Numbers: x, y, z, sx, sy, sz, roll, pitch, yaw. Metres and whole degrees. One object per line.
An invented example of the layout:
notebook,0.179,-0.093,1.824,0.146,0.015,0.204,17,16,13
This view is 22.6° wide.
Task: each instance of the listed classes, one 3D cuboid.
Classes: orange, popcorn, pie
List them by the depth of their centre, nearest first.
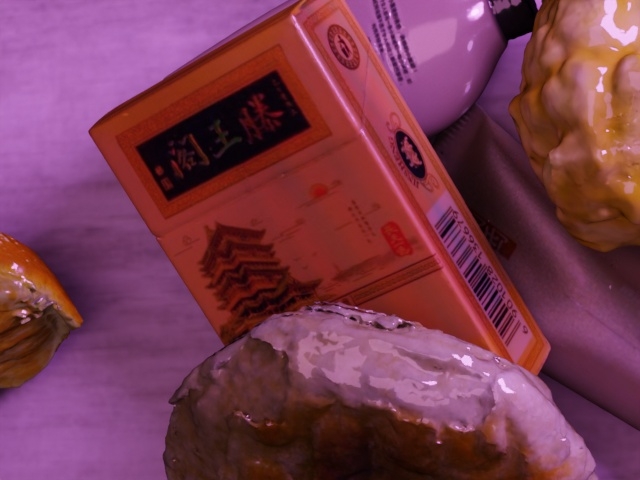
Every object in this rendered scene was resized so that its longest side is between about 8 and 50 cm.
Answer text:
popcorn,0.230,-0.097,0.957,0.256,0.195,0.255,-33,71,-17
pie,0.034,0.161,0.998,0.306,0.071,0.306,8,127,11
orange,-0.290,0.079,1.099,0.237,0.179,0.158,-46,64,0

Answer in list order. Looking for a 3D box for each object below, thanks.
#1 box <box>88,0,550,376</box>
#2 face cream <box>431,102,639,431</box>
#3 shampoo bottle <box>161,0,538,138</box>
box,0.000,0.000,1.014,0.174,0.076,0.274,-25,102,31
face cream,0.191,0.054,1.031,0.341,0.084,0.137,36,106,20
shampoo bottle,0.022,-0.117,1.068,0.257,0.078,0.127,-19,78,18
